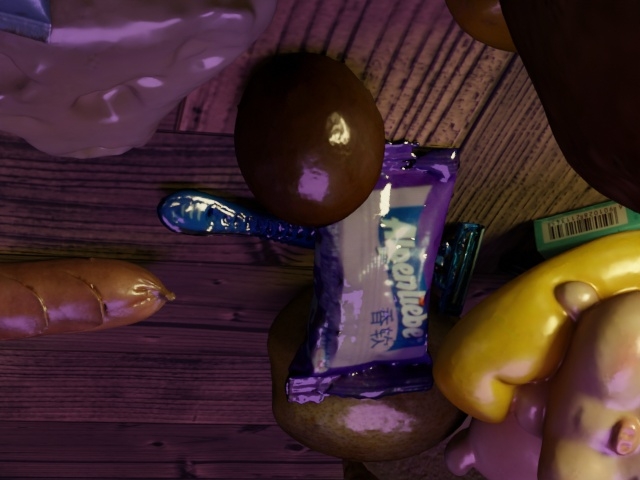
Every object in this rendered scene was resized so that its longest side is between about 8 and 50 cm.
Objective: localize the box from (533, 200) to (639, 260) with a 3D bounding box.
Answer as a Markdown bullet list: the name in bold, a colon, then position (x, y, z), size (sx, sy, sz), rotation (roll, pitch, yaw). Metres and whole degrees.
- **box**: position (0.344, -0.001, 1.335), size (0.229, 0.041, 0.162), rotation (-15, 151, 21)

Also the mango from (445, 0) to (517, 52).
- **mango**: position (0.175, -0.173, 0.914), size (0.194, 0.092, 0.130), rotation (9, 150, -33)

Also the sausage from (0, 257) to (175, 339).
- **sausage**: position (-0.359, 0.061, 1.334), size (0.432, 0.088, 0.088), rotation (-1, 154, -3)

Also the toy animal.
- **toy animal**: position (0.252, 0.171, 1.243), size (0.277, 0.247, 0.345), rotation (0, 130, -31)

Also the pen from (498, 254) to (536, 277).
- **pen**: position (0.262, 0.051, 1.452), size (0.204, 0.025, 0.025), rotation (21, 144, -39)

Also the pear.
- **pear**: position (0.055, 0.136, 1.406), size (0.211, 0.188, 0.228), rotation (6, 161, 9)

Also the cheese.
- **cheese**: position (-0.179, -0.152, 0.833), size (0.247, 0.174, 0.251), rotation (7, 157, -22)

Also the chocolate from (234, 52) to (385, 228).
- **chocolate**: position (-0.013, -0.085, 1.079), size (0.124, 0.127, 0.133), rotation (-37, 133, 2)

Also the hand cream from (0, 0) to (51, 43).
- **hand cream**: position (-0.164, -0.239, 0.636), size (0.111, 0.070, 0.312), rotation (14, 129, -4)

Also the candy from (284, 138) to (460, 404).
- **candy**: position (0.045, 0.033, 1.235), size (0.145, 0.070, 0.275), rotation (-1, 117, -10)

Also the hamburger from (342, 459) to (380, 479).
- **hamburger**: position (0.116, 0.282, 1.717), size (0.183, 0.206, 0.130), rotation (7, 132, -23)

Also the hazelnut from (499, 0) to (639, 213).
- **hazelnut**: position (0.276, -0.177, 0.663), size (0.420, 0.353, 0.421), rotation (-31, 148, -22)

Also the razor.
- **razor**: position (-0.004, -0.002, 1.286), size (0.324, 0.093, 0.056), rotation (11, -173, -21)

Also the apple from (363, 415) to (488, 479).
- **apple**: position (0.158, 0.206, 1.580), size (0.264, 0.193, 0.120), rotation (-18, 160, 22)
